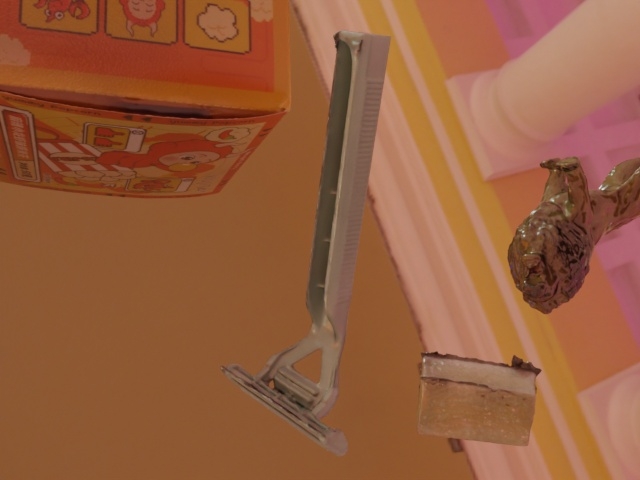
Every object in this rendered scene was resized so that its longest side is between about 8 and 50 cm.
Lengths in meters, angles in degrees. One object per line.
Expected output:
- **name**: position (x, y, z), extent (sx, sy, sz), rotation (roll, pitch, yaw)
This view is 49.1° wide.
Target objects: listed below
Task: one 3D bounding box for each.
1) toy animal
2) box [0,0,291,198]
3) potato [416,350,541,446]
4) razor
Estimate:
- **toy animal**: position (0.202, -0.039, 0.512), extent (0.219, 0.069, 0.086), rotation (-39, -78, -16)
- **box**: position (-0.191, -0.175, 0.689), extent (0.259, 0.283, 0.214), rotation (0, -101, -20)
- **potato**: position (0.157, 0.160, 0.709), extent (0.122, 0.086, 0.061), rotation (5, -157, 14)
- **razor**: position (0.008, -0.001, 0.484), extent (0.056, 0.111, 0.278), rotation (0, -72, -47)
